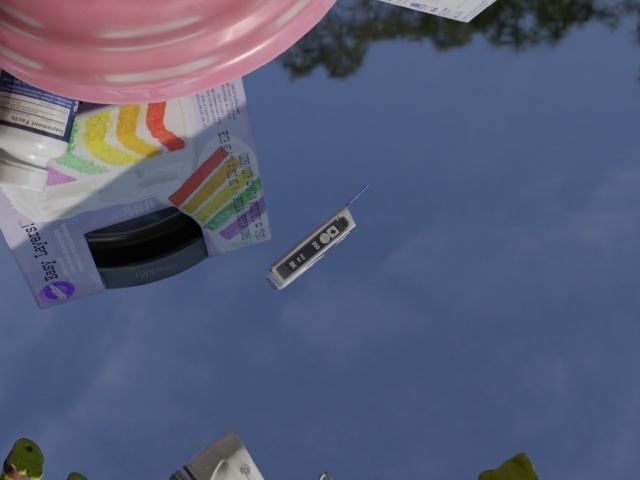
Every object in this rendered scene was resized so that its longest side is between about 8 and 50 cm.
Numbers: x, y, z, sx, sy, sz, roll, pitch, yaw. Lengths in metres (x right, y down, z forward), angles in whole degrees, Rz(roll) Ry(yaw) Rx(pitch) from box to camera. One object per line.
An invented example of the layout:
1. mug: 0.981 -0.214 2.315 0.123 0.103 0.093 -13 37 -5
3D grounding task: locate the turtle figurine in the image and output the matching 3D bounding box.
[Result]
1. turtle figurine: -0.341 0.330 1.409 0.217 0.269 0.087 -46 -176 16

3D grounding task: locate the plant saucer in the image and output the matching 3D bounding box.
1. plant saucer: -0.128 -0.259 0.929 0.332 0.084 0.332 -3 -114 6

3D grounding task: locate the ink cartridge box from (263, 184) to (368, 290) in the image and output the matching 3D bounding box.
1. ink cartridge box: 0.000 0.000 2.109 0.208 0.045 0.206 -41 180 -6

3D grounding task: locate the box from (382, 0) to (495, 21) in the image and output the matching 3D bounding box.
1. box: 0.114 -0.309 1.340 0.137 0.072 0.126 11 -107 -20

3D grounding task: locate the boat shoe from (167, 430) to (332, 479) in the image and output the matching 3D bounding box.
1. boat shoe: -0.031 0.362 1.625 0.156 0.367 0.136 -43 -152 -9

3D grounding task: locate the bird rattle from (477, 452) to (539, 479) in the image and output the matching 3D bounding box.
1. bird rattle: 0.267 0.385 1.531 0.253 0.207 0.143 38 -136 15

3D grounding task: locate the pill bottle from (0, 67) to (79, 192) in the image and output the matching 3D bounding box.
1. pill bottle: -0.214 -0.099 0.957 0.067 0.120 0.067 14 179 0

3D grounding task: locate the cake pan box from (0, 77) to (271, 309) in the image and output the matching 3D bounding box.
1. cake pan box: -0.179 -0.057 1.191 0.245 0.267 0.070 -15 -125 -7
